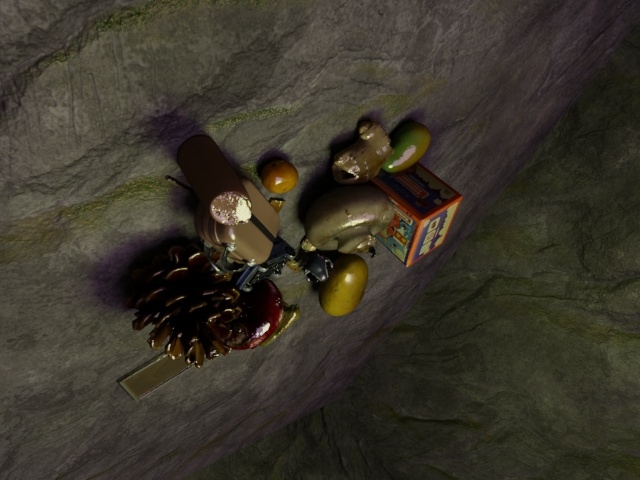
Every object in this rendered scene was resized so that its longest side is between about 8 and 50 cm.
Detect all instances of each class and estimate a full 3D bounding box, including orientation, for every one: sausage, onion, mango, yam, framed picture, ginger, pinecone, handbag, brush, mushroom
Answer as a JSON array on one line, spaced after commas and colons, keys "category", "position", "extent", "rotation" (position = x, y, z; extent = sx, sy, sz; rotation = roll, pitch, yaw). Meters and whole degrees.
[{"category": "sausage", "position": [-0.278, -0.155, 1.111], "extent": [0.123, 0.253, 0.123], "rotation": [-28, 150, -18]}, {"category": "onion", "position": [-0.278, 0.273, 1.594], "extent": [0.314, 0.314, 0.232], "rotation": [-39, 136, -8]}, {"category": "mango", "position": [0.110, 0.210, 2.059], "extent": [0.301, 0.220, 0.445], "rotation": [-52, 163, -18]}, {"category": "yam", "position": [-0.398, -0.156, 1.198], "extent": [0.014, 0.014, 0.107], "rotation": [-47, 150, 5]}, {"category": "framed picture", "position": [-0.662, 0.545, 1.775], "extent": [0.314, 0.024, 0.232], "rotation": [-28, 148, -24]}, {"category": "ginger", "position": [0.155, -0.325, 1.561], "extent": [0.275, 0.130, 0.221], "rotation": [-22, 134, -32]}, {"category": "pinecone", "position": [-0.402, 0.223, 1.333], "extent": [0.384, 0.384, 0.385], "rotation": [-31, 149, -22]}, {"category": "handbag", "position": [-0.258, -0.029, 1.297], "extent": [0.302, 0.149, 0.283], "rotation": [57, 46, -61]}, {"category": "mango", "position": [0.347, -0.371, 1.718], "extent": [0.251, 0.114, 0.156], "rotation": [-50, 134, -8]}, {"category": "brush", "position": [-0.233, -0.016, 1.579], "extent": [0.085, 0.020, 0.337], "rotation": [0, 129, -51]}, {"category": "mushroom", "position": [0.119, -0.055, 1.646], "extent": [0.362, 0.295, 0.362], "rotation": [-17, 167, -4]}, {"category": "mango", "position": [-0.127, -0.209, 1.392], "extent": [0.165, 0.089, 0.115], "rotation": [-7, 136, -51]}]

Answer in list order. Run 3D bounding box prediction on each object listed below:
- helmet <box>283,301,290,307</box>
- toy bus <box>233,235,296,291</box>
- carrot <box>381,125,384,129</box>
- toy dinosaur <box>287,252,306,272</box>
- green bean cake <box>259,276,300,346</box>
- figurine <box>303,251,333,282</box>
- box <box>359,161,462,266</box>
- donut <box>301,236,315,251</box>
[{"category": "helmet", "position": [-0.247, 0.347, 1.917], "extent": [0.256, 0.140, 0.205], "rotation": [-36, -177, 4]}, {"category": "toy bus", "position": [-0.215, 0.073, 1.537], "extent": [0.125, 0.133, 0.292], "rotation": [-51, 168, 25]}, {"category": "carrot", "position": [0.221, -0.390, 1.650], "extent": [0.035, 0.035, 0.142], "rotation": [-23, 151, -32]}, {"category": "toy dinosaur", "position": [-0.129, 0.109, 1.855], "extent": [0.161, 0.039, 0.126], "rotation": [-12, 140, -41]}, {"category": "green bean cake", "position": [-0.227, 0.290, 1.763], "extent": [0.233, 0.236, 0.124], "rotation": [-44, 172, 5]}, {"category": "figurine", "position": [-0.012, 0.115, 1.870], "extent": [0.145, 0.145, 0.222], "rotation": [-41, -176, -4]}, {"category": "box", "position": [0.366, -0.134, 1.838], "extent": [0.256, 0.349, 0.319], "rotation": [-30, 149, -23]}, {"category": "donut", "position": [0.000, -0.003, 1.840], "extent": [0.165, 0.065, 0.108], "rotation": [-3, 131, -50]}]
